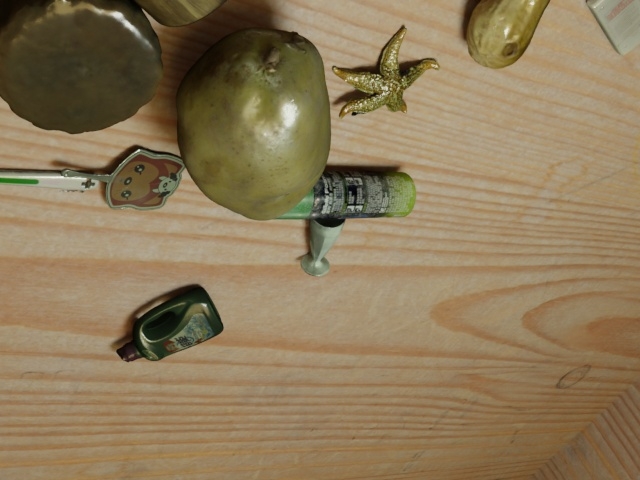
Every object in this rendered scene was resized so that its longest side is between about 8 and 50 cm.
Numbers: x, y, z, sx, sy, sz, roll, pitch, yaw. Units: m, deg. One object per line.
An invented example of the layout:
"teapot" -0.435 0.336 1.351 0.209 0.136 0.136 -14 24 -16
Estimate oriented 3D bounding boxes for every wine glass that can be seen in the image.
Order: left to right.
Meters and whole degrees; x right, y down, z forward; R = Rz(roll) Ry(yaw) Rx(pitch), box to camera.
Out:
"wine glass" 0.000 0.000 1.564 0.073 0.073 0.155 -8 140 -24

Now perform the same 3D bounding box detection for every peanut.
"peanut" 0.324 -0.399 1.288 0.120 0.110 0.236 7 129 -19

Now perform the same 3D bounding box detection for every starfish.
"starfish" 0.120 -0.289 1.342 0.208 0.053 0.176 -12 129 -30

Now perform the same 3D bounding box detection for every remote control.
"remote control" 0.580 -0.431 1.471 0.087 0.029 0.190 -43 140 17

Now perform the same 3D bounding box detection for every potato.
"potato" -0.102 -0.177 1.183 0.243 0.221 0.326 -14 151 -1

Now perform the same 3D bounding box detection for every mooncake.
"mooncake" -0.333 -0.260 1.031 0.228 0.124 0.228 -16 145 -12

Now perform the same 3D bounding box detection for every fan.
"fan" -0.329 -0.101 1.278 0.220 0.009 0.132 4 129 -45

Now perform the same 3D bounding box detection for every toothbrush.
"toothbrush" -0.539 -0.092 1.152 0.417 0.040 0.042 1 131 -33

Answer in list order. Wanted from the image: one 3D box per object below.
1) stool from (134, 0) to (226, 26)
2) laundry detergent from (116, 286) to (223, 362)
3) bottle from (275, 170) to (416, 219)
"stool" -0.219 -0.403 0.894 0.179 0.179 0.264 -37 140 10
"laundry detergent" -0.319 0.183 1.568 0.221 0.078 0.144 -23 140 -4
"bottle" 0.025 -0.087 1.463 0.330 0.093 0.093 -2 135 -30
